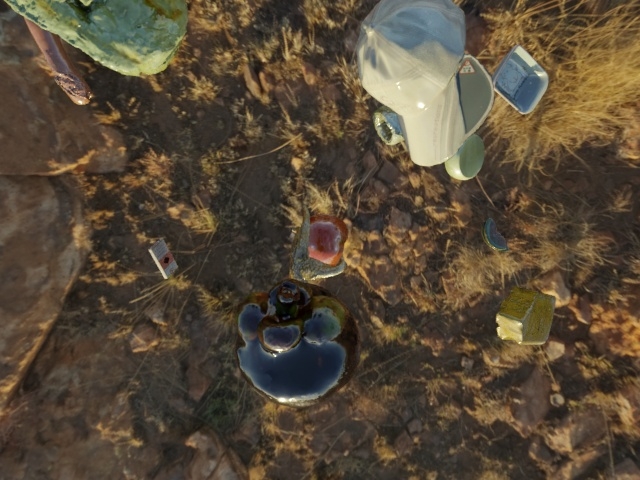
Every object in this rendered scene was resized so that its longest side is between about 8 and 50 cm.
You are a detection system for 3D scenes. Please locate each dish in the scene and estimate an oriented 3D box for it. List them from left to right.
[{"bbox_3d":[0.667,-0.533,1.467,0.234,0.064,0.154,24,102,-30],"label":"dish"}]

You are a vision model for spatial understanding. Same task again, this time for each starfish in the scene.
[{"bbox_3d":[-0.042,0.083,1.285,0.094,0.327,0.376,2,93,-28],"label":"starfish"}]

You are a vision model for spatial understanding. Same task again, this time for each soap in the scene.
[{"bbox_3d":[0.606,0.223,1.280,0.080,0.257,0.161,12,90,45],"label":"soap"}]

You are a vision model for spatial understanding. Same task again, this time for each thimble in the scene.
[{"bbox_3d":[0.278,-0.415,1.503,0.143,0.190,0.138,-25,119,-4],"label":"thimble"}]

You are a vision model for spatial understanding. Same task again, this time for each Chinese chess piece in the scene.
[{"bbox_3d":[0.446,-0.260,1.344,0.144,0.058,0.144,-13,112,-34],"label":"Chinese chess piece"}]

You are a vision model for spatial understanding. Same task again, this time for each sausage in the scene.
[{"bbox_3d":[-0.748,-0.533,1.223,0.078,0.078,0.305,-16,114,12],"label":"sausage"}]

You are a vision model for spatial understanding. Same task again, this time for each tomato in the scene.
[{"bbox_3d":[-0.001,0.004,1.677,0.188,0.232,0.232,22,107,-4],"label":"tomato"}]

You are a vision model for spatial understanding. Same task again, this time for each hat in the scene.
[{"bbox_3d":[0.149,-0.259,0.715,0.160,0.232,0.275,-21,116,-12],"label":"hat"}]

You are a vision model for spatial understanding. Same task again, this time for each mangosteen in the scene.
[{"bbox_3d":[-0.045,0.195,0.903,0.287,0.233,0.288,13,113,33],"label":"mangosteen"}]

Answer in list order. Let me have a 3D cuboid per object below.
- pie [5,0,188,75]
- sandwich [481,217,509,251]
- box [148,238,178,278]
[{"bbox_3d":[-0.286,-0.332,0.550,0.247,0.201,0.090,29,142,-21],"label":"pie"},{"bbox_3d":[0.619,-0.011,1.542,0.067,0.029,0.135,-38,86,2],"label":"sandwich"},{"bbox_3d":[-0.366,0.042,1.012,0.012,0.046,0.083,-2,124,24],"label":"box"}]
